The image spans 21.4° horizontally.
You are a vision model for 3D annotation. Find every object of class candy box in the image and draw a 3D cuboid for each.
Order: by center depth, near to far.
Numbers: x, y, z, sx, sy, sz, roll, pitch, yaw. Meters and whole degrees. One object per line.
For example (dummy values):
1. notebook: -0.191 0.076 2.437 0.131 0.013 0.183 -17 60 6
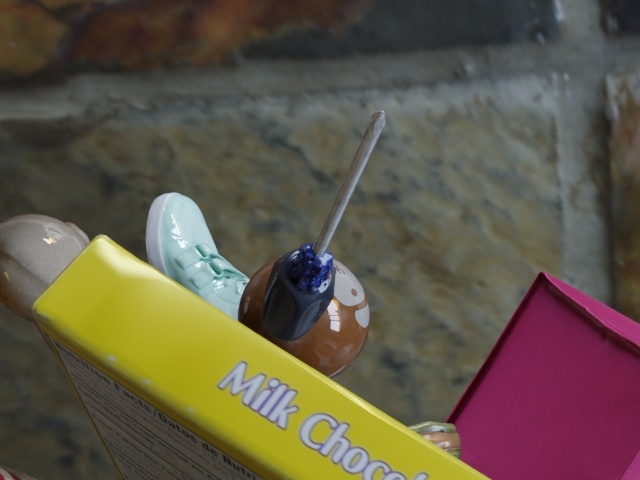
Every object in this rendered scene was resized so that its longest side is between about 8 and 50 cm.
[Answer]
1. candy box: 0.036 0.079 0.340 0.206 0.105 0.027 31 67 18

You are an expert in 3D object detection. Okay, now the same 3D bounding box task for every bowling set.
1. bowling set: -0.082 0.054 0.637 0.287 0.154 0.200 34 78 26

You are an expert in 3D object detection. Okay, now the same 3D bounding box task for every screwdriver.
1. screwdriver: 0.000 0.000 0.545 0.024 0.170 0.025 36 70 5

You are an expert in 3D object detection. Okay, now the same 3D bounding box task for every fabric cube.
1. fabric cube: 0.291 0.226 1.619 0.258 0.259 0.254 27 99 -31

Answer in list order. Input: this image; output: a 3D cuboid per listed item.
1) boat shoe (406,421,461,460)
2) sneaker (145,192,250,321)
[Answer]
1. boat shoe: -0.022 0.209 1.559 0.307 0.111 0.104 2 85 -4
2. sneaker: -0.065 0.039 1.557 0.151 0.094 0.255 -31 58 19
